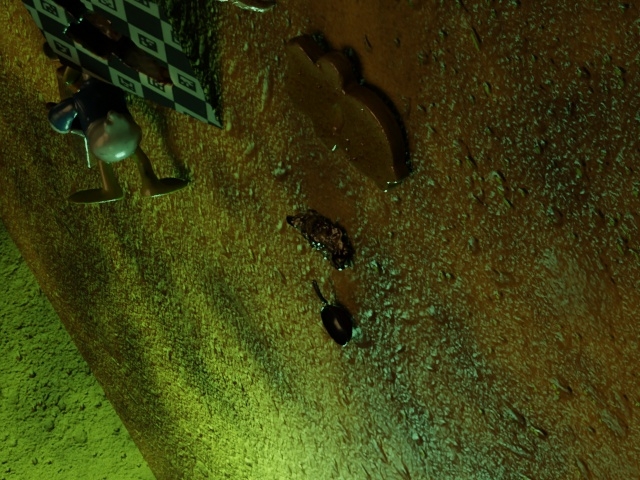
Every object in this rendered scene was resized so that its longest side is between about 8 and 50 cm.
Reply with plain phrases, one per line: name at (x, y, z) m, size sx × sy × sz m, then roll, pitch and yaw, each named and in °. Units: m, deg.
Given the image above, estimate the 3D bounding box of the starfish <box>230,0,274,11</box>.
starfish at (-0.139, -0.393, 1.604) m, size 0.216 × 0.071 × 0.238 m, roll 59°, pitch 163°, yaw 19°

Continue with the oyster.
oyster at (-0.001, 0.001, 1.792) m, size 0.132 × 0.029 × 0.086 m, roll 13°, pitch 127°, yaw 57°

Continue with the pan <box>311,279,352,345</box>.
pan at (0.019, 0.106, 1.872) m, size 0.068 × 0.023 × 0.115 m, roll 13°, pitch 130°, yaw 60°

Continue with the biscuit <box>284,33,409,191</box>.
biscuit at (0.035, -0.161, 1.545) m, size 0.225 × 0.036 × 0.166 m, roll 44°, pitch 152°, yaw 27°

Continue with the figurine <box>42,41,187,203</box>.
figurine at (-0.380, -0.253, 2.163) m, size 0.283 × 0.204 × 0.338 m, roll 31°, pitch 130°, yaw 60°

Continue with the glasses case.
glasses case at (-0.464, -0.245, 2.410) m, size 0.075 × 0.049 × 0.218 m, roll 41°, pitch 150°, yaw 25°

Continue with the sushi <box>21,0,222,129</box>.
sushi at (-0.309, -0.334, 1.880) m, size 0.339 × 0.069 × 0.320 m, roll 24°, pitch 160°, yaw 24°
